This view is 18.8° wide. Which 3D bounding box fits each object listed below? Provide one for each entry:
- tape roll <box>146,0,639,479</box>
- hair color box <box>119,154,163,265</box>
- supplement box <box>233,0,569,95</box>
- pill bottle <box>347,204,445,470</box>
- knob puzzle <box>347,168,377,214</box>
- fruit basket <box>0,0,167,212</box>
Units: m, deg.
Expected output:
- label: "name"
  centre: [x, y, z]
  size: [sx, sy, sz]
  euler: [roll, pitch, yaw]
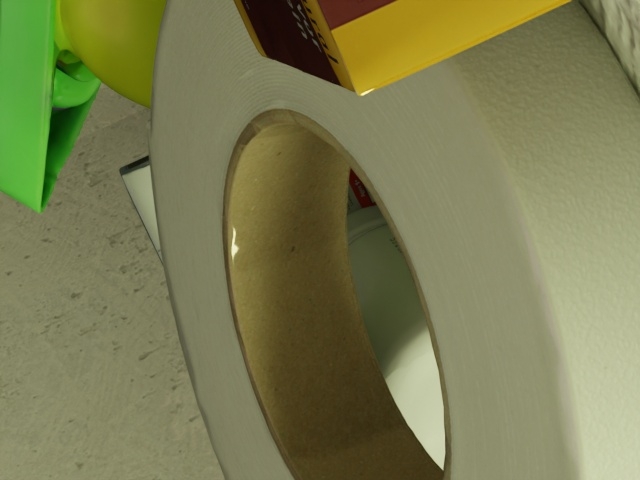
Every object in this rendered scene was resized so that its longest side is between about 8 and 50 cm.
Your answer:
- label: "tape roll"
  centre: [0.032, 0.034, 0.863]
  size: [0.392, 0.072, 0.392]
  euler: [43, 141, 48]
- label: "hair color box"
  centre: [-0.030, 0.064, 1.842]
  size: [0.113, 0.185, 0.374]
  euler: [-138, 23, -80]
- label: "supplement box"
  centre: [0.014, -0.157, 0.528]
  size: [0.194, 0.129, 0.191]
  euler: [-137, 22, -79]
- label: "pill bottle"
  centre: [0.063, 0.059, 1.116]
  size: [0.229, 0.131, 0.131]
  euler: [-127, 12, -68]
- label: "knob puzzle"
  centre: [0.001, 0.029, 1.243]
  size: [0.213, 0.213, 0.030]
  euler: [65, 166, -7]
- label: "fruit basket"
  centre: [-0.114, -0.200, 1.142]
  size: [0.283, 0.392, 0.392]
  euler: [-77, -28, -48]
